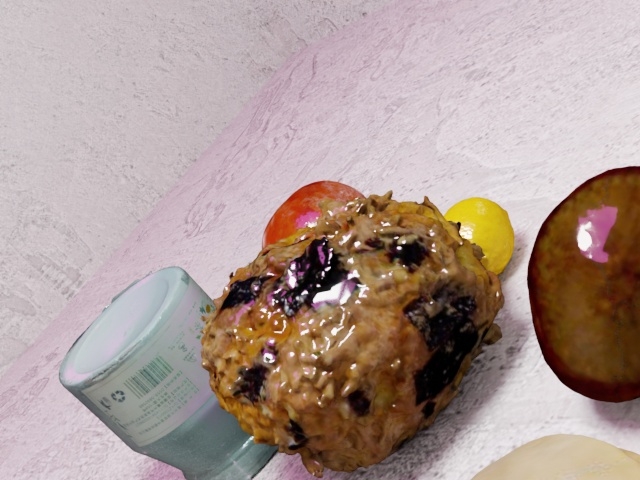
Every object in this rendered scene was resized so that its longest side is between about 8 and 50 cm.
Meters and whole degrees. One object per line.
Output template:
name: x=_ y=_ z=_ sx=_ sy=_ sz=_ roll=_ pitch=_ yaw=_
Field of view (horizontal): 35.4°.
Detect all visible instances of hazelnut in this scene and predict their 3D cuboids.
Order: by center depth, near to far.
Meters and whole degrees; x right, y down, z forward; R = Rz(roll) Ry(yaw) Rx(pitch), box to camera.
hazelnut: x=0.322 y=0.045 z=1.041 sx=0.252 sy=0.217 sz=0.217 roll=-65 pitch=20 yaw=3

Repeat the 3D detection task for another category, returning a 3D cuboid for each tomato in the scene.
tomato: x=-0.003 y=0.002 z=1.743 sx=0.232 sy=0.189 sz=0.232 roll=-37 pitch=17 yaw=13

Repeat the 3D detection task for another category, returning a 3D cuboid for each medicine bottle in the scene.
medicine bottle: x=-0.205 y=0.220 z=1.498 sx=0.245 sy=0.290 sz=0.245 roll=-34 pitch=22 yaw=16

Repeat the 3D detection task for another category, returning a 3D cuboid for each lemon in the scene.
lemon: x=0.221 y=0.003 z=1.436 sx=0.114 sy=0.114 sz=0.155 roll=-28 pitch=27 yaw=32

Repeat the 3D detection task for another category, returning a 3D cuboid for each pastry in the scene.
pastry: x=0.034 y=0.121 z=1.274 sx=0.405 sy=0.292 sz=0.337 roll=-30 pitch=32 yaw=8

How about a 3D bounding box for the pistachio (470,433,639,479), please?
pistachio: x=0.195 y=0.271 z=0.757 sx=0.321 sy=0.229 sz=0.238 roll=-167 pitch=99 yaw=-79
